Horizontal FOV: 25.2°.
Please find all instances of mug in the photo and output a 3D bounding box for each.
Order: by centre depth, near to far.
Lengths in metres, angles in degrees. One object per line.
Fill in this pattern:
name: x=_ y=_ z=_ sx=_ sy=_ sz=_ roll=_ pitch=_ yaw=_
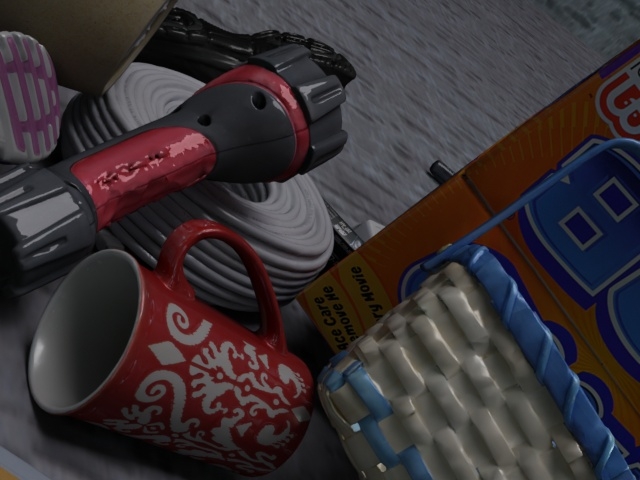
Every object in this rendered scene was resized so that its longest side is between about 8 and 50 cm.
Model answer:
mug: x=-0.080 y=0.080 z=0.947 sx=0.169 sy=0.150 sz=0.113 roll=31 pitch=31 yaw=-38

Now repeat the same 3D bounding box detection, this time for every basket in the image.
basket: x=0.155 y=0.097 z=0.980 sx=0.255 sy=0.289 sz=0.201 roll=62 pitch=-1 yaw=3

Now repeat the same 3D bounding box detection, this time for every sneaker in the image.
sneaker: x=-0.269 y=-0.085 z=0.978 sx=0.236 sy=0.104 sz=0.095 roll=-31 pitch=114 yaw=-62
sneaker: x=-0.114 y=-0.149 z=1.371 sx=0.286 sy=0.130 sz=0.109 roll=13 pitch=21 yaw=-11

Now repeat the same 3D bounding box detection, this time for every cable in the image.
cable: x=-0.104 y=-0.050 z=1.219 sx=0.257 sy=0.089 sz=0.257 roll=14 pitch=35 yaw=-51

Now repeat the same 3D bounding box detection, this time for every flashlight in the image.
flashlight: x=-0.113 y=-0.050 z=1.022 sx=0.304 sy=0.103 sz=0.103 roll=-30 pitch=72 yaw=-40

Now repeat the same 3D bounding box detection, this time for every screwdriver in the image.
screwdriver: x=0.203 y=-0.041 z=1.841 sx=0.170 sy=0.024 sz=0.025 roll=44 pitch=-8 yaw=-13

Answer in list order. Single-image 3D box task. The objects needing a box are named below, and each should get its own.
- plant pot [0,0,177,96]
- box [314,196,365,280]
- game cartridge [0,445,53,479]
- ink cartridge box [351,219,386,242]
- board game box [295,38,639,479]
plant pot: x=-0.242 y=-0.242 z=1.095 sx=0.274 sy=0.256 sz=0.256 roll=37 pitch=22 yaw=-6
box: x=0.000 y=0.000 z=1.335 sx=0.083 sy=0.067 sz=0.018 roll=48 pitch=47 yaw=11
game cartridge: x=-0.159 y=0.194 z=0.714 sx=0.297 sy=0.062 sz=0.198 roll=37 pitch=18 yaw=-14
ink cartridge box: x=0.113 y=0.107 z=1.377 sx=0.189 sy=0.066 sz=0.232 roll=23 pitch=45 yaw=-41
board game box: x=0.269 y=0.049 z=1.216 sx=0.356 sy=0.356 sz=0.356 roll=54 pitch=25 yaw=1
